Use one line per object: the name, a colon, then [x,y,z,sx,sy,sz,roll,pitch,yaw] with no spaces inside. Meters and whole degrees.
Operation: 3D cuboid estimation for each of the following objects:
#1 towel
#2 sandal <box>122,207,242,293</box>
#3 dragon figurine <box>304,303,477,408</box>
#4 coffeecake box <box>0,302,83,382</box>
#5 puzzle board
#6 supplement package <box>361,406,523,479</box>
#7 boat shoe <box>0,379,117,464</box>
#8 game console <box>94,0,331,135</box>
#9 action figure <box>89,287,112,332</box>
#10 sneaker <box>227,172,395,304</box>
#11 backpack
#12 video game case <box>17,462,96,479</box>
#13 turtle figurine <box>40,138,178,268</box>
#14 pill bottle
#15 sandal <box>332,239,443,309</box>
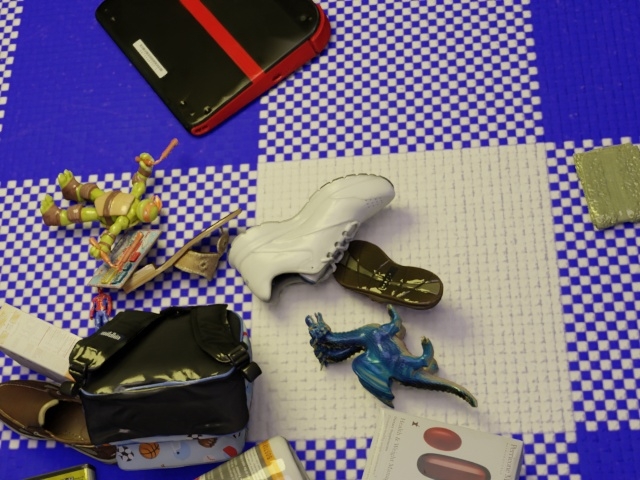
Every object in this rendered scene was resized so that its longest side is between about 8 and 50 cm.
towel: [0.481,-0.091,1.603,0.110,0.027,0.148,-10,62,4]
sandal: [-0.215,0.040,1.646,0.240,0.088,0.079,-32,95,2]
dragon figurine: [0.101,0.197,1.496,0.144,0.085,0.289,-41,64,-11]
coffeecake box: [-0.415,0.184,1.558,0.185,0.142,0.068,21,70,18]
puzzle board: [-0.332,0.029,1.655,0.096,0.011,0.128,2,49,43]
supplement package: [0.164,0.364,1.369,0.203,0.149,0.194,10,67,15]
boat shoe: [-0.416,0.270,1.543,0.257,0.095,0.095,14,68,16]
game console: [-0.204,-0.416,1.868,0.342,0.060,0.386,-38,64,-4]
action figure: [-0.366,0.127,1.643,0.038,0.030,0.115,-14,61,8]
sneaker: [0.000,0.000,1.600,0.297,0.111,0.129,-32,61,3]
backpack: [-0.210,0.206,1.462,0.276,0.213,0.263,-2,25,3]
video game case: [-0.461,0.490,1.480,0.275,0.035,0.248,-15,63,3]
turtle figurine: [-0.359,-0.069,1.703,0.217,0.087,0.269,9,62,20]
pill bottle: [-0.138,0.399,1.349,0.278,0.162,0.162,-27,63,-4]
sandal: [0.107,0.065,1.567,0.219,0.060,0.090,18,63,36]
